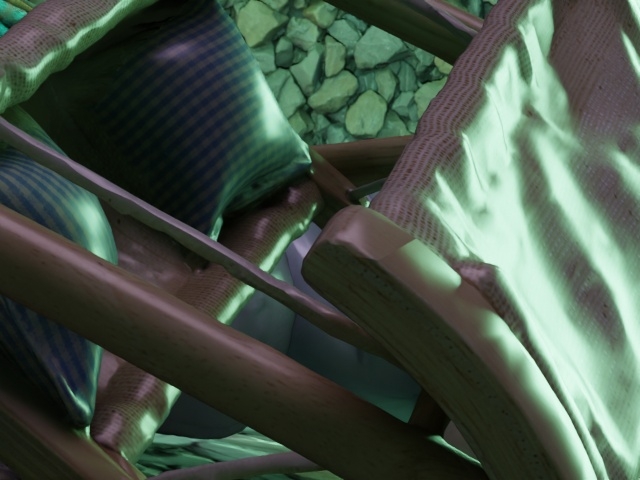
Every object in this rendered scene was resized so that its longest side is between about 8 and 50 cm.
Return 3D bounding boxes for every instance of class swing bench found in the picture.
[{"bbox_3d":[-0.012,-0.003,0.476,0.255,0.165,0.253,11,29,12],"label":"swing bench"}]

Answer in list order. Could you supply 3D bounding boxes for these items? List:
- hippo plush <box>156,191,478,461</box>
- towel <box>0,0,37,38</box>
[{"bbox_3d":[0.000,0.000,0.741,0.237,0.234,0.294,12,3,-9],"label":"hippo plush"},{"bbox_3d":[-0.364,-0.101,0.896,0.370,0.271,0.040,25,33,-45],"label":"towel"}]
